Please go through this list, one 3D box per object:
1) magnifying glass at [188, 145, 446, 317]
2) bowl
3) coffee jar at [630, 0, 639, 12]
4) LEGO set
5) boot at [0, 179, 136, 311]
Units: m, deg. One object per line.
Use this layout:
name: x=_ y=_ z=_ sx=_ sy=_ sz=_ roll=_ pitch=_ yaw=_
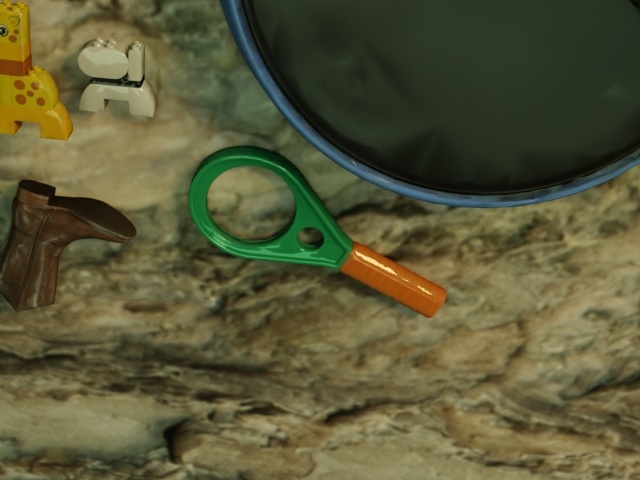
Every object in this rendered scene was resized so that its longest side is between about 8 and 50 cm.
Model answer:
magnifying glass: x=0.000 y=0.000 z=0.828 sx=0.231 sy=0.026 sz=0.092 roll=29 pitch=116 yaw=-12
bowl: x=0.117 y=-0.198 z=0.678 sx=0.391 sy=0.077 sz=0.391 roll=1 pitch=119 yaw=1
coffee jar: x=0.198 y=-0.186 z=0.593 sx=0.184 sy=0.079 sz=0.096 roll=36 pitch=115 yaw=-17
LEGO set: x=-0.235 y=-0.132 z=0.723 sx=0.227 sy=0.087 sz=0.093 roll=5 pitch=120 yaw=-2
boot: x=-0.212 y=0.017 z=0.835 sx=0.106 sy=0.037 sz=0.114 roll=23 pitch=115 yaw=4
